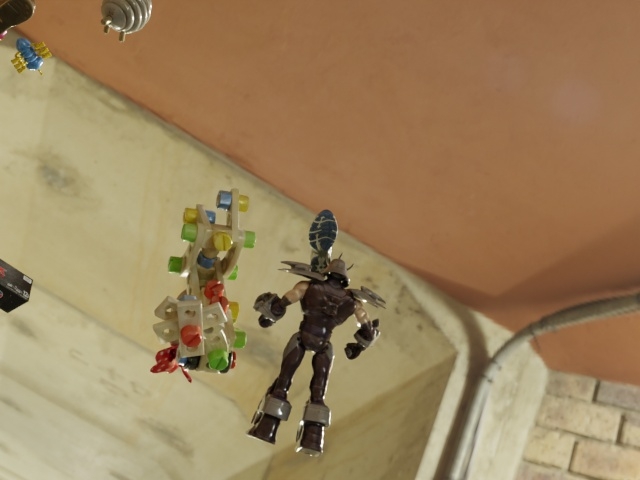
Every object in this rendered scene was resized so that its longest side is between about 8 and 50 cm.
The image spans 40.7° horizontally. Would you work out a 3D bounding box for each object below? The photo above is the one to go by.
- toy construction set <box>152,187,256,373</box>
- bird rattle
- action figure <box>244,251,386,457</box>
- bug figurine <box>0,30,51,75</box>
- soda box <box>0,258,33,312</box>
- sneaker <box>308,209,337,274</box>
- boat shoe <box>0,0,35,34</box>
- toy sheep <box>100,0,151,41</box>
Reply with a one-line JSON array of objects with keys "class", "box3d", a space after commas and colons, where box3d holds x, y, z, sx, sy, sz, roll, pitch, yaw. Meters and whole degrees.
[{"class": "toy construction set", "box3d": [-0.175, 0.082, 1.366, 0.151, 0.328, 0.215, 17, -57, -10]}, {"class": "bird rattle", "box3d": [-0.328, 0.218, 2.142, 0.143, 0.253, 0.207, 10, -68, 34]}, {"class": "action figure", "box3d": [-0.015, 0.147, 1.205, 0.185, 0.285, 0.099, 19, -14, -3]}, {"class": "bug figurine", "box3d": [-0.771, -0.417, 1.966, 0.072, 0.279, 0.216, 49, -16, 39]}, {"class": "soda box", "box3d": [-0.589, 0.058, 1.509, 0.060, 0.053, 0.169, -26, -47, 23]}, {"class": "sneaker", "box3d": [0.000, 0.000, 1.587, 0.052, 0.058, 0.135, 6, -63, -6]}, {"class": "boat shoe", "box3d": [-0.675, -0.466, 1.806, 0.178, 0.060, 0.064, -19, -59, 8]}, {"class": "toy sheep", "box3d": [-0.342, -0.402, 1.513, 0.091, 0.132, 0.091, 12, -50, 15]}]
